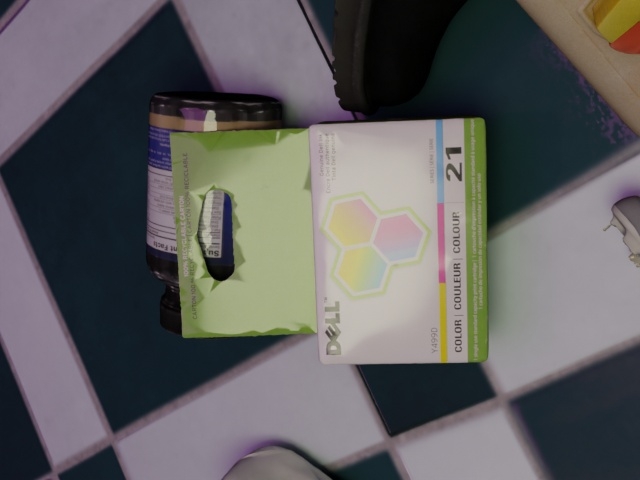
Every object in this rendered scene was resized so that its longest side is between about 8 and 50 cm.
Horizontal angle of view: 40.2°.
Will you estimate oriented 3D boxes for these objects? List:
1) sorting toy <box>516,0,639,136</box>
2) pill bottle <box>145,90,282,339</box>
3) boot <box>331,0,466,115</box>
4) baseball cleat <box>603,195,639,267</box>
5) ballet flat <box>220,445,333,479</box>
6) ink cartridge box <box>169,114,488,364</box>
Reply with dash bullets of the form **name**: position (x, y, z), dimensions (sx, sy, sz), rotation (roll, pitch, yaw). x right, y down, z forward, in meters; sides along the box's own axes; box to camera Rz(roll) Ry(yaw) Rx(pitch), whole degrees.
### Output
- **sorting toy**: position (0.248, -0.134, 0.523), dimensions (0.208, 0.193, 0.038), rotation (-18, 54, 38)
- **pill bottle**: position (-0.101, -0.026, 0.819), dimensions (0.122, 0.122, 0.219), rotation (12, 105, 33)
- **boot**: position (0.153, -0.203, 0.609), dimensions (0.260, 0.131, 0.348), rotation (17, 138, 4)
- **baseball cleat**: position (0.298, 0.026, 0.592), dimensions (0.109, 0.072, 0.206), rotation (-46, 76, 17)
- **ballet flat**: position (0.056, 0.309, 0.763), dimensions (0.400, 0.139, 0.139), rotation (21, 110, 30)
- **ink cartridge box**: position (0.000, 0.000, 0.701), dimensions (0.255, 0.097, 0.189), rotation (-2, 98, 4)
